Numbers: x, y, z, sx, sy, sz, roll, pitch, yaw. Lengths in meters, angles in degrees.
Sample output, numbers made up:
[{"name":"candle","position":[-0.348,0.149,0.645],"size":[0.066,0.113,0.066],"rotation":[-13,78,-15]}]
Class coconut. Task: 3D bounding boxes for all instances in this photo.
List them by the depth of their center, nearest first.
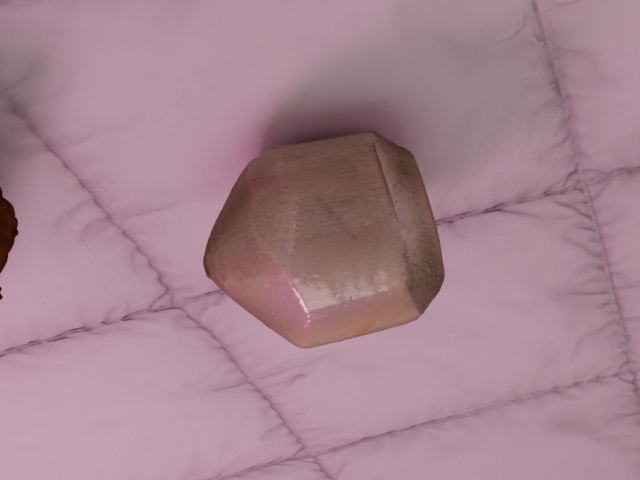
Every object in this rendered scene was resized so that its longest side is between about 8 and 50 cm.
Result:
[{"name":"coconut","position":[0.000,0.000,1.220],"size":[0.234,0.224,0.224],"rotation":[-14,144,7]}]

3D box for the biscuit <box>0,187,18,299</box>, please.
[{"name":"biscuit","position":[-0.514,0.020,1.166],"size":[0.395,0.166,0.342],"rotation":[7,140,-23]}]
